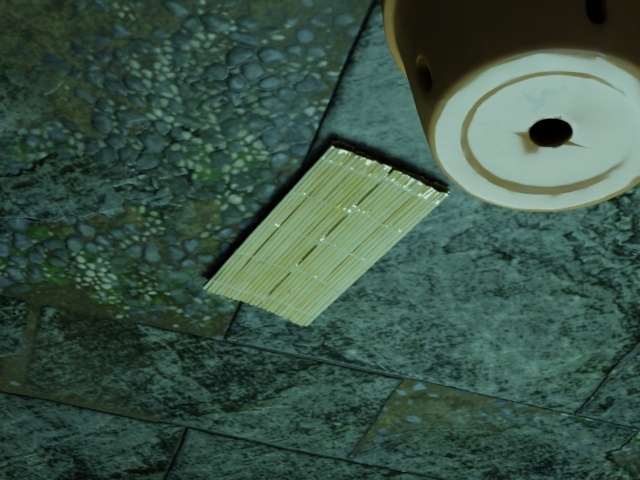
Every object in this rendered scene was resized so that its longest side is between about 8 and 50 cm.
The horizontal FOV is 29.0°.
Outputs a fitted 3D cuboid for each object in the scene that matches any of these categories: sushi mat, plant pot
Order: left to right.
[{"bbox_3d":[0.000,0.000,1.432,0.151,0.019,0.316,24,137,-21],"label":"sushi mat"},{"bbox_3d":[0.192,-0.161,1.064,0.291,0.203,0.291,3,143,2],"label":"plant pot"}]
